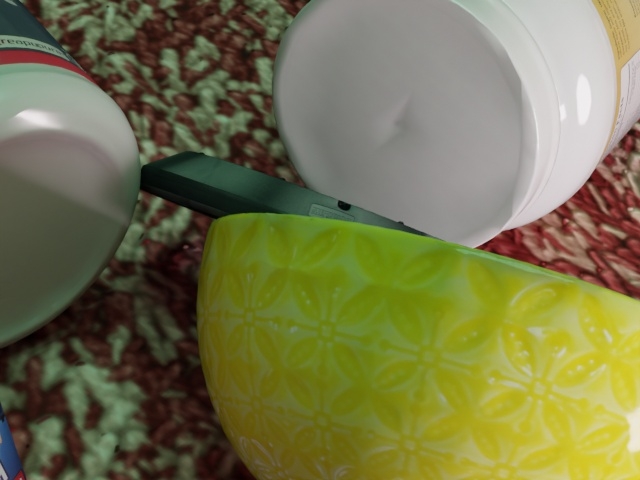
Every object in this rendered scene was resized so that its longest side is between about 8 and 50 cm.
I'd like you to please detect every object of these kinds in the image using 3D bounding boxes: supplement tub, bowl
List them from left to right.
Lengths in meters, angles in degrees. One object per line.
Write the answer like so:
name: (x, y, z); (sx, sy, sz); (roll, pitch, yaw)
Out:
supplement tub: (-0.247, -0.079, 0.792); (0.191, 0.191, 0.272); (-18, 50, -37)
bowl: (0.061, 0.105, 0.690); (0.289, 0.289, 0.156); (17, 80, -1)
supplement tub: (0.127, -0.143, 0.992); (0.228, 0.228, 0.316); (31, 40, 16)

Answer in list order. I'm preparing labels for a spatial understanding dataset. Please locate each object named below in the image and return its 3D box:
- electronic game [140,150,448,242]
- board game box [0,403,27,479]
electronic game: (0.000, 0.000, 0.824); (0.229, 0.048, 0.229); (20, -2, 1)
board game box: (-0.201, 0.121, 0.607); (0.060, 0.194, 0.194); (-12, 10, 14)
